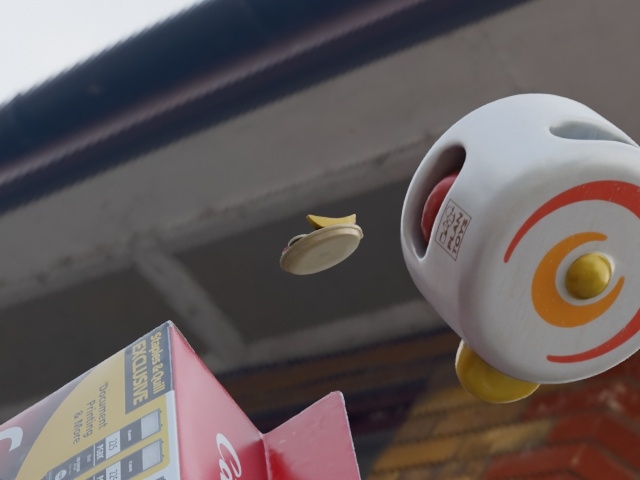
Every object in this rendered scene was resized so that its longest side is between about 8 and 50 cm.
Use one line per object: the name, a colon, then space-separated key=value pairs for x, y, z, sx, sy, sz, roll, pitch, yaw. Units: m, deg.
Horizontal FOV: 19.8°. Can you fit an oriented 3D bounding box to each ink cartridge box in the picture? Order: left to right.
ink cartridge box: x=-0.113 y=0.202 z=1.200 sx=0.272 sy=0.309 sz=0.130 roll=-32 pitch=-64 yaw=9

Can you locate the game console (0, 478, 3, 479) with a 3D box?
game console: x=-0.280 y=0.203 z=0.845 sx=0.293 sy=0.173 sz=0.250 roll=-25 pitch=-51 yaw=32

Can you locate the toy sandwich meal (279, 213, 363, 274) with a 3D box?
toy sandwich meal: x=0.000 y=0.000 z=1.594 sx=0.029 sy=0.086 sz=0.085 roll=66 pitch=-29 yaw=23

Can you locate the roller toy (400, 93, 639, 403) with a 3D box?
roller toy: x=0.166 y=0.002 z=1.340 sx=0.191 sy=0.209 sz=0.146 roll=63 pitch=-7 yaw=-31
